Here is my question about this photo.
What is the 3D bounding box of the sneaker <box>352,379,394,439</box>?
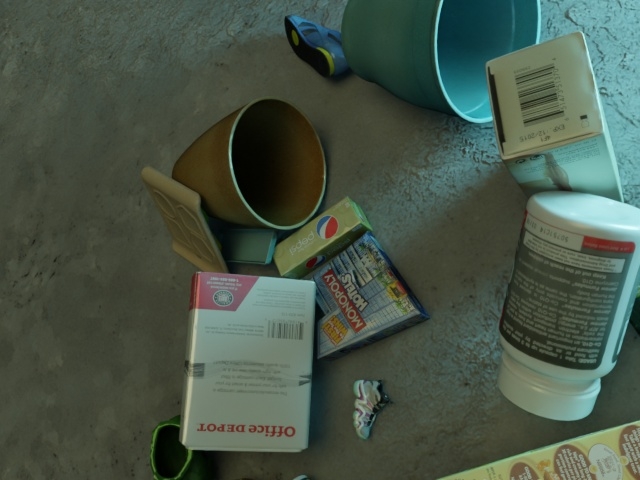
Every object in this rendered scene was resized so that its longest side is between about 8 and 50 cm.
[{"bbox_3d":[0.090,0.279,1.119,0.069,0.038,0.098,-11,71,26],"label":"sneaker"}]

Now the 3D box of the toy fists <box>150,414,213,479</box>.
[{"bbox_3d":[-0.236,0.449,1.188,0.096,0.142,0.279,-8,70,-5],"label":"toy fists"}]

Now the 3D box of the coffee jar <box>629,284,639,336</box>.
[{"bbox_3d":[0.482,0.115,0.935,0.096,0.079,0.184,-35,62,15],"label":"coffee jar"}]

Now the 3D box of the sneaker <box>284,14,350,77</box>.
[{"bbox_3d":[0.000,-0.397,1.353,0.082,0.069,0.209,-26,50,-17],"label":"sneaker"}]

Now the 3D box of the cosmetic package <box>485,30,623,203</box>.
[{"bbox_3d":[0.340,-0.144,0.959,0.129,0.296,0.153,-14,68,25],"label":"cosmetic package"}]

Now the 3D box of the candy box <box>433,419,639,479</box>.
[{"bbox_3d":[0.311,0.322,0.906,0.316,0.183,0.087,-24,67,20],"label":"candy box"}]

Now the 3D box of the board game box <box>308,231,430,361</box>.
[{"bbox_3d":[0.055,0.112,1.173,0.194,0.060,0.194,-40,62,12],"label":"board game box"}]

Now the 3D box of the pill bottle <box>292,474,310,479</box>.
[{"bbox_3d":[-0.011,0.450,1.109,0.116,0.065,0.065,39,96,30],"label":"pill bottle"}]

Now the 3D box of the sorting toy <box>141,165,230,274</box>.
[{"bbox_3d":[-0.256,-0.034,1.309,0.038,0.208,0.193,-37,45,-27],"label":"sorting toy"}]

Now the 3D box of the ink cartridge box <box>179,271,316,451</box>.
[{"bbox_3d":[-0.126,0.206,1.147,0.207,0.117,0.283,6,78,-14],"label":"ink cartridge box"}]

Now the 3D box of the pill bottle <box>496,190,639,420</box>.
[{"bbox_3d":[0.335,0.087,0.921,0.161,0.161,0.283,20,113,31],"label":"pill bottle"}]

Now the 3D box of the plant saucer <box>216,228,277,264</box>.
[{"bbox_3d":[-0.148,0.012,1.298,0.192,0.018,0.067,2,75,49],"label":"plant saucer"}]

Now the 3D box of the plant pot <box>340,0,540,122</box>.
[{"bbox_3d":[0.183,-0.347,1.135,0.255,0.272,0.271,19,85,46],"label":"plant pot"}]

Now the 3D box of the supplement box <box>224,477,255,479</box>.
[{"bbox_3d":[-0.138,0.532,1.146,0.080,0.078,0.233,0,76,28],"label":"supplement box"}]

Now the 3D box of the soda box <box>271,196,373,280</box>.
[{"bbox_3d":[0.000,0.000,1.235,0.181,0.058,0.061,-34,63,15],"label":"soda box"}]

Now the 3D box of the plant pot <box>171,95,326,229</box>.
[{"bbox_3d":[-0.159,-0.129,1.281,0.254,0.237,0.237,-5,73,44],"label":"plant pot"}]
